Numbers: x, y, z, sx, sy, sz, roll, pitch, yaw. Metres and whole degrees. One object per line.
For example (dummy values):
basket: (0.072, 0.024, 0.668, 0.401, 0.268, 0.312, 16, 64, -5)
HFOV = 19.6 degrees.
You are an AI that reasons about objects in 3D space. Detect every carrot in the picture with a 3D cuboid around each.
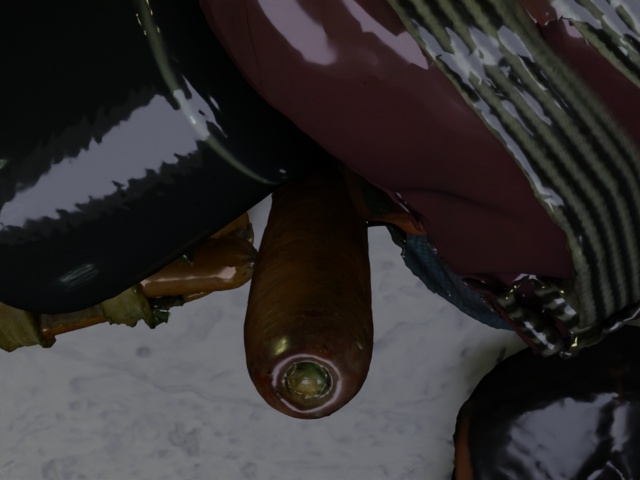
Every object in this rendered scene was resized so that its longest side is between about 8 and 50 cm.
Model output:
carrot: (0.000, 0.000, 0.848, 0.059, 0.248, 0.059, 2, 121, 3)

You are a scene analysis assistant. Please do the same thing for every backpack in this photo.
backpack: (0.101, -0.105, 0.748, 0.283, 0.197, 0.317, -36, 136, 18)

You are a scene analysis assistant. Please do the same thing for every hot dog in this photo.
hot dog: (-0.155, 0.015, 1.037, 0.269, 0.072, 0.109, -7, 145, 14)

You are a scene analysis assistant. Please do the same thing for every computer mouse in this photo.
computer mouse: (0.169, 0.180, 1.213, 0.182, 0.116, 0.323, -2, 143, -4)

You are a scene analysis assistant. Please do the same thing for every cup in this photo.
cup: (-0.088, -0.067, 0.871, 0.176, 0.169, 0.223, -27, 170, 23)
